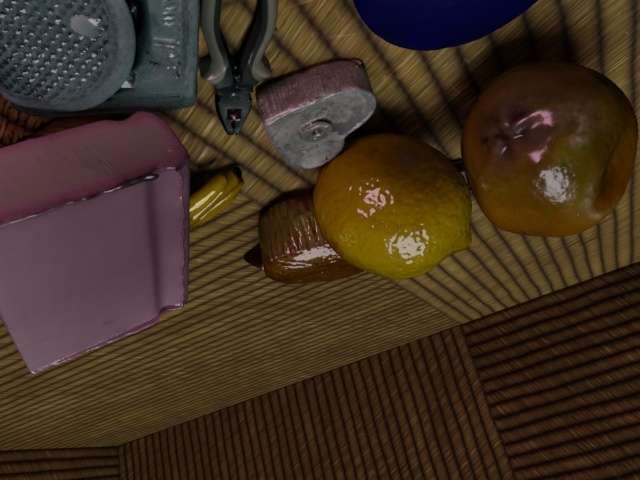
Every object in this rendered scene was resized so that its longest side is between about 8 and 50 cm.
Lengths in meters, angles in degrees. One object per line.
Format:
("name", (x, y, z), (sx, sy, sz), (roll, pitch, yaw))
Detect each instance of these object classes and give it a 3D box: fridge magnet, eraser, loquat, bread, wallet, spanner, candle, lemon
("fridge magnet", (0.157, -0.316, 0.620), (0.265, 0.113, 0.265), (-11, 155, -5))
("eraser", (-0.321, 0.014, 0.798), (0.272, 0.122, 0.359), (-23, 152, -26))
("loquat", (0.347, -0.142, 0.914), (0.276, 0.276, 0.283), (-31, 152, 33))
("bread", (-0.125, 0.040, 1.292), (0.043, 0.062, 0.109), (12, 142, -43))
("bread", (0.000, 0.000, 1.182), (0.253, 0.143, 0.227), (-10, 163, -15))
("wallet", (-0.245, -0.245, 0.602), (0.237, 0.075, 0.342), (-4, 154, -15))
("spanner", (-0.104, -0.241, 0.723), (0.095, 0.040, 0.325), (-7, 153, -15))
("candle", (-0.018, -0.187, 0.853), (0.168, 0.068, 0.192), (1, 148, -34))
("lemon", (0.119, -0.058, 0.976), (0.267, 0.268, 0.267), (-12, 156, -6))

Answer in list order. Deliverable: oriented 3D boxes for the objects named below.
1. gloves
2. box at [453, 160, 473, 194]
("gloves", (-0.263, -0.050, 1.006), (0.294, 0.116, 0.133), (-27, -178, 5))
("box", (0.314, -0.132, 1.197), (0.177, 0.036, 0.115), (-12, 156, -6))
